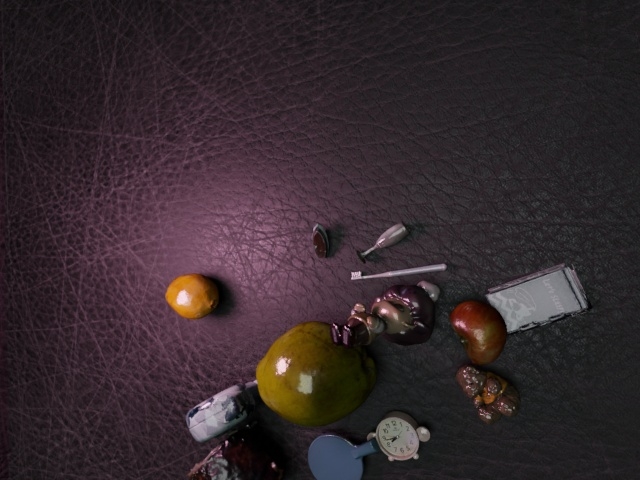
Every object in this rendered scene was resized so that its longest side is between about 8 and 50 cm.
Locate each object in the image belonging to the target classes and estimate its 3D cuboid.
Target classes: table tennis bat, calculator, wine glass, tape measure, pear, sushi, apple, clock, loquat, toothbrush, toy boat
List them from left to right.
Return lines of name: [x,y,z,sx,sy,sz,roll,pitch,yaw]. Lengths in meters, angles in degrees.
loquat: [-0.524,0.224,1.672,0.234,0.187,0.175,20,110,29]
tape measure: [-0.376,0.666,1.586,0.275,0.256,0.147,-33,75,14]
sushi: [-0.309,0.895,1.546,0.294,0.281,0.299,47,126,18]
pear: [-0.020,0.464,1.419,0.414,0.352,0.351,-17,85,11]
toy boat: [0.000,0.000,1.536,0.059,0.066,0.139,-5,118,10]
table tennis bat: [0.083,0.804,1.506,0.329,0.044,0.215,-40,76,28]
wine glass: [0.222,0.007,1.450,0.198,0.066,0.066,-34,79,18]
toothbrush: [0.272,0.113,1.454,0.343,0.025,0.030,-7,86,22]
clock: [0.277,0.688,1.443,0.229,0.063,0.155,-20,86,24]
apple: [0.496,0.283,1.282,0.160,0.173,0.195,-39,71,35]
calculator: [0.686,0.190,1.296,0.274,0.028,0.165,-23,80,18]

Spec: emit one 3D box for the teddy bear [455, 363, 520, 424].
teddy bear: [0.529,0.474,1.310,0.190,0.177,0.140,34,57,16]

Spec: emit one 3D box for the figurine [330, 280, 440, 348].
figurine: [0.204,0.240,1.327,0.218,0.365,0.206,-30,60,54]
